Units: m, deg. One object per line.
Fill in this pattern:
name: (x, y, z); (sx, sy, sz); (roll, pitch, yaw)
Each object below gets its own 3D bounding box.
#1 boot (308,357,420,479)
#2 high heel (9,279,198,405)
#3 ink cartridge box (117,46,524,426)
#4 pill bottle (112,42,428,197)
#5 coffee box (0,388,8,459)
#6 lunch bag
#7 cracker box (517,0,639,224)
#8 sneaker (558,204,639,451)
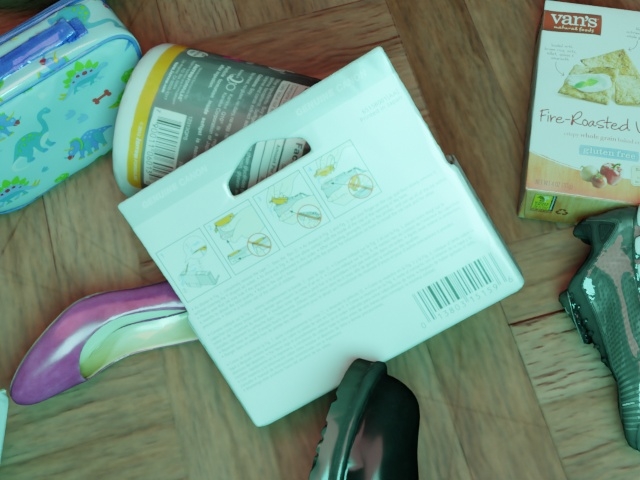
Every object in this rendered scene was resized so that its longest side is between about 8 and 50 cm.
boot: (0.117, 0.279, 0.871); (0.260, 0.131, 0.348); (5, 80, 8)
high heel: (-0.166, 0.096, 1.012); (0.244, 0.082, 0.117); (-36, 63, -26)
ink cartridge box: (0.000, 0.000, 0.947); (0.275, 0.060, 0.239); (-30, 99, 12)
pill bottle: (-0.046, -0.084, 1.047); (0.278, 0.162, 0.162); (15, 66, 9)
coffee box: (-0.473, 0.231, 0.774); (0.338, 0.338, 0.335); (0, 71, 12)
lunch bag: (-0.277, -0.138, 1.073); (0.219, 0.176, 0.090); (-35, 68, -13)
cracker box: (0.292, -0.128, 1.106); (0.155, 0.067, 0.232); (8, 64, 5)
sneaker: (0.276, 0.077, 1.007); (0.106, 0.078, 0.234); (-4, 77, 28)
